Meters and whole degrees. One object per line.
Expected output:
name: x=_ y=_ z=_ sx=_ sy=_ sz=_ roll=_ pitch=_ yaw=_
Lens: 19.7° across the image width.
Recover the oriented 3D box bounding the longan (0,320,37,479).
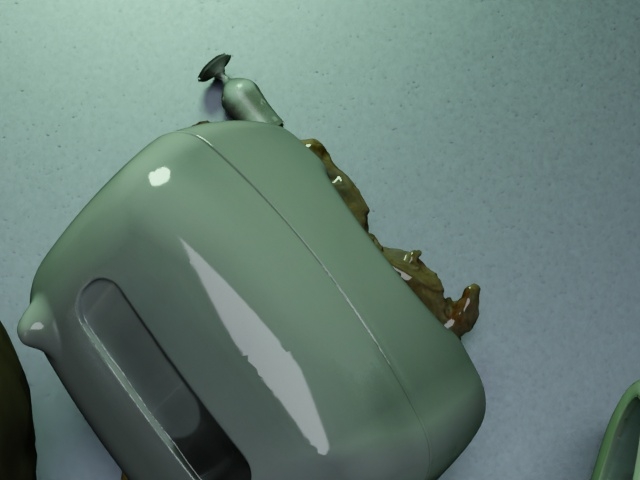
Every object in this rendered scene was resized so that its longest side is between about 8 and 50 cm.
longan: x=-0.398 y=0.164 z=1.311 sx=0.391 sy=0.391 sz=0.391 roll=1 pitch=72 yaw=-2

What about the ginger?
ginger: x=0.002 y=0.002 z=1.535 sx=0.290 sy=0.084 sz=0.122 roll=42 pitch=99 yaw=8

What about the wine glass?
wine glass: x=-0.067 y=-0.120 z=1.582 sx=0.039 sy=0.042 sz=0.083 roll=-35 pitch=78 yaw=-18

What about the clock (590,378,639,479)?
clock: x=0.250 y=0.230 z=1.332 sx=0.108 sy=0.324 sz=0.265 roll=16 pitch=73 yaw=3

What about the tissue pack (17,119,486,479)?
tissue pack: x=-0.059 y=0.086 z=1.385 sx=0.333 sy=0.229 sz=0.236 roll=52 pitch=37 yaw=10

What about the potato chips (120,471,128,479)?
potato chips: x=-0.174 y=0.322 z=1.425 sx=0.080 sy=0.057 sz=0.407 roll=16 pitch=71 yaw=10
